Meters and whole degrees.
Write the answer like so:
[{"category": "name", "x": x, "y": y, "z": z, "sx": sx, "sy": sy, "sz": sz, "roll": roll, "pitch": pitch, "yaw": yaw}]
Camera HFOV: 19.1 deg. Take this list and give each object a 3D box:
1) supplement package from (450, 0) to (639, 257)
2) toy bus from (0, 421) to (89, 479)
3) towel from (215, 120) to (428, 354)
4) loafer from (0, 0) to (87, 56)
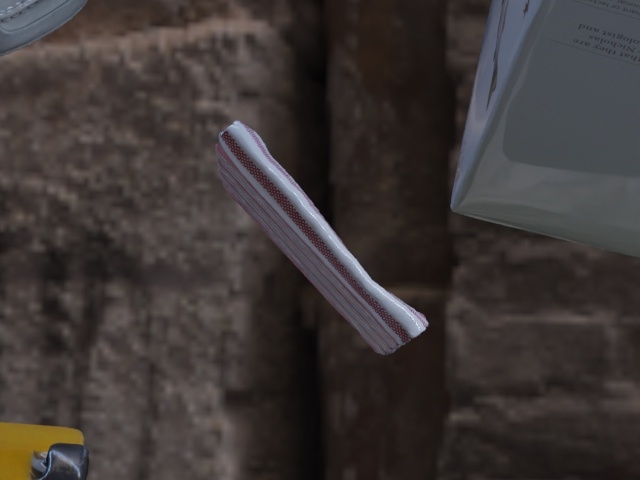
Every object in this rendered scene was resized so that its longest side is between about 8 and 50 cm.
[{"category": "supplement package", "x": 0.113, "y": -0.076, "z": 0.602, "sx": 0.105, "sy": 0.105, "sz": 0.179, "roll": 13, "pitch": -24, "yaw": -1}, {"category": "toy bus", "x": -0.146, "y": 0.156, "z": 0.708, "sx": 0.108, "sy": 0.130, "sz": 0.333, "roll": 5, "pitch": 13, "yaw": -7}, {"category": "towel", "x": 0.000, "y": 0.000, "z": 1.031, "sx": 0.144, "sy": 0.029, "sz": 0.197, "roll": 47, "pitch": -5, "yaw": 2}, {"category": "loafer", "x": -0.178, "y": -0.263, "z": 1.386, "sx": 0.112, "sy": 0.319, "sz": 0.111, "roll": 28, "pitch": -32, "yaw": 4}]
